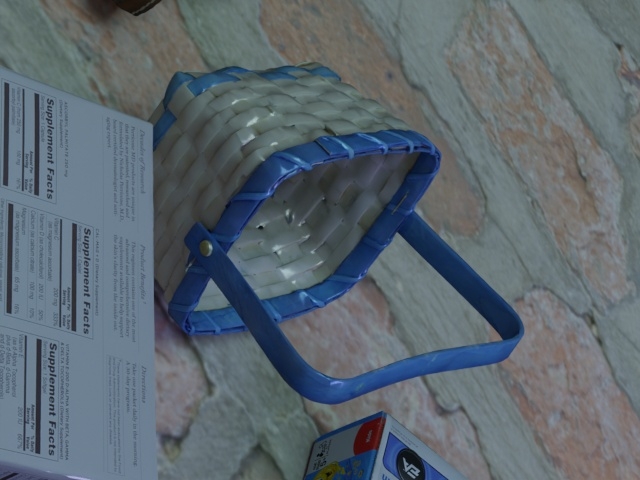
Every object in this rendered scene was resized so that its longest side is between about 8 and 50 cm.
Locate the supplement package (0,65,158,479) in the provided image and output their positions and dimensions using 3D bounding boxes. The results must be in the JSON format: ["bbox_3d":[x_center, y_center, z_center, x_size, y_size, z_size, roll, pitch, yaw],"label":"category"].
[{"bbox_3d":[-0.223,0.055,1.256,0.145,0.204,0.262,20,57,-40],"label":"supplement package"}]

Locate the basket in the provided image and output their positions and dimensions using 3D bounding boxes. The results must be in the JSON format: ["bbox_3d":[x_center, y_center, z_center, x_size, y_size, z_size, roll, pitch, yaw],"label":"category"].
[{"bbox_3d":[0.000,0.000,1.507,0.254,0.201,0.289,-6,44,-48],"label":"basket"}]

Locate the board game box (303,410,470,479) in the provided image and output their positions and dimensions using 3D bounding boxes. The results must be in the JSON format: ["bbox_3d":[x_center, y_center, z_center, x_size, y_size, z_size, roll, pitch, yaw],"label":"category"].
[{"bbox_3d":[0.092,0.347,1.545,0.308,0.086,0.302,41,46,-26],"label":"board game box"}]

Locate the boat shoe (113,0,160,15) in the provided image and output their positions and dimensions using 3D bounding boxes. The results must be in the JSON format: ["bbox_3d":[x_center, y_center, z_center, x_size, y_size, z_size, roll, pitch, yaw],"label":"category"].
[{"bbox_3d":[-0.077,-0.279,1.658,0.116,0.123,0.324,52,43,-18],"label":"boat shoe"}]
